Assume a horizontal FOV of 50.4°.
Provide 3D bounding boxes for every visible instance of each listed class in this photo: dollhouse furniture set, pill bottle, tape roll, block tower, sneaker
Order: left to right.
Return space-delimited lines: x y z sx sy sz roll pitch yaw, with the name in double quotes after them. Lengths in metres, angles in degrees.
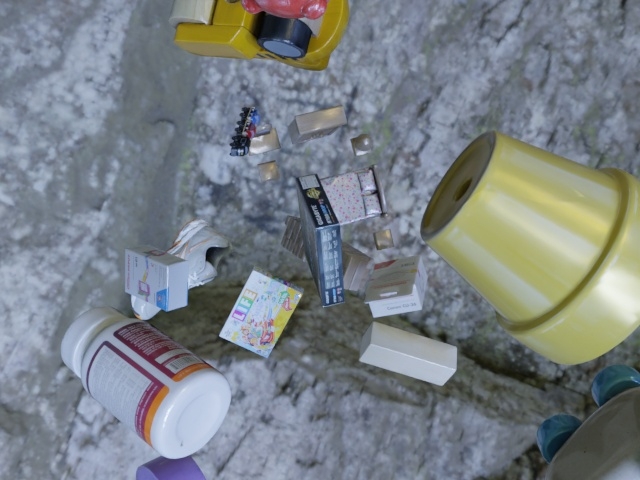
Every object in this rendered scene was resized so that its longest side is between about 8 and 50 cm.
-0.232 0.176 0.886 0.121 0.221 0.121 -33 136 -39 "pill bottle"
-0.275 0.503 1.301 0.080 0.189 0.189 -19 147 -36 "tape roll"
-0.292 0.070 1.458 0.262 0.121 0.099 -54 153 -23 "sneaker"
0.009 -0.121 1.624 0.174 0.303 0.355 177 -101 -81 "dollhouse furniture set"
0.011 0.031 1.851 0.335 0.091 0.097 36 -72 52 "block tower"

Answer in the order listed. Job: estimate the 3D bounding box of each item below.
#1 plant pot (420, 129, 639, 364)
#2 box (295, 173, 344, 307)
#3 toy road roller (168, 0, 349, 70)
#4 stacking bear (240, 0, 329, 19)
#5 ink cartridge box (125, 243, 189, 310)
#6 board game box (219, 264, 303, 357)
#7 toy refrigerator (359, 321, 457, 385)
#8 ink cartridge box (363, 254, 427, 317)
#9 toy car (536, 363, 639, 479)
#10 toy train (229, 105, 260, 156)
0.268 -0.008 0.863 0.254 0.239 0.254 -57 -171 14 "plant pot"
0.000 0.000 1.407 0.175 0.051 0.220 -111 -168 -47 "box"
-0.102 -0.438 1.330 0.240 0.329 0.202 20 83 -65 "toy road roller"
-0.021 -0.398 0.767 0.164 0.175 0.289 -23 122 -75 "stacking bear"
-0.299 0.066 1.236 0.052 0.122 0.088 -15 116 -49 "ink cartridge box"
-0.112 0.136 1.287 0.154 0.103 0.026 -62 -173 18 "board game box"
0.261 0.334 2.027 0.102 0.269 0.094 114 -9 -47 "toy refrigerator"
0.171 0.110 1.533 0.198 0.115 0.067 -59 134 -63 "ink cartridge box"
0.441 0.326 0.885 0.210 0.238 0.219 -48 -169 14 "toy car"
-0.131 -0.193 1.196 0.158 0.036 0.027 -84 179 -52 "toy train"
